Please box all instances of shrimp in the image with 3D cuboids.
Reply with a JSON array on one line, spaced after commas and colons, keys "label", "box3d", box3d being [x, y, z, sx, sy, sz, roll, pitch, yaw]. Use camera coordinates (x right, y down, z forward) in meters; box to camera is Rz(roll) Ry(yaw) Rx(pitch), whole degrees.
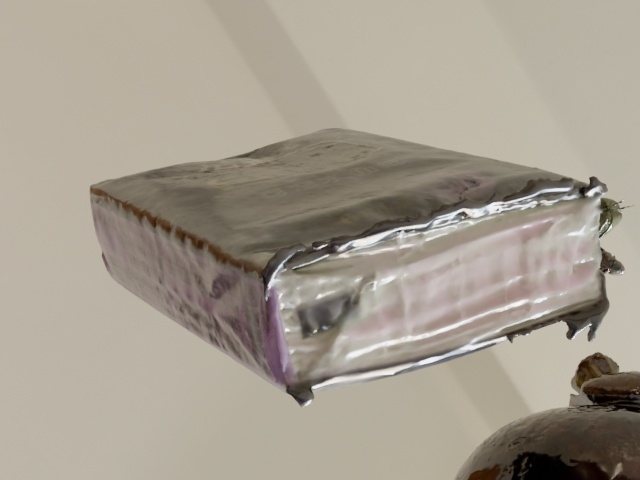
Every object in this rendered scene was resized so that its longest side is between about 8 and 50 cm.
[{"label": "shrimp", "box3d": [0.322, 0.017, 1.304, 0.092, 0.038, 0.029, 45, -6, 29]}]

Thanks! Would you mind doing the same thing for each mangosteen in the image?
[{"label": "mangosteen", "box3d": [0.256, 0.272, 0.963, 0.297, 0.293, 0.297, 6, -75, 24]}]

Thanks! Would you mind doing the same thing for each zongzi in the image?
[{"label": "zongzi", "box3d": [0.371, 0.008, 1.486, 0.154, 0.062, 0.131, -9, -107, 45]}]

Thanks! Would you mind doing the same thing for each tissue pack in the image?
[{"label": "tissue pack", "box3d": [0.000, 0.000, 0.811, 0.361, 0.259, 0.122, 23, -58, 61]}]
